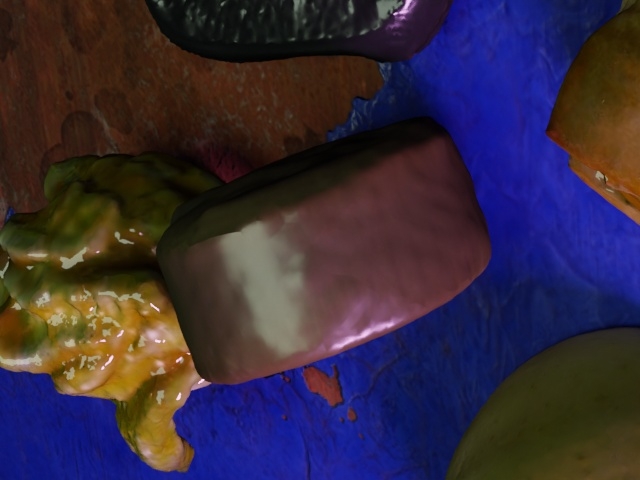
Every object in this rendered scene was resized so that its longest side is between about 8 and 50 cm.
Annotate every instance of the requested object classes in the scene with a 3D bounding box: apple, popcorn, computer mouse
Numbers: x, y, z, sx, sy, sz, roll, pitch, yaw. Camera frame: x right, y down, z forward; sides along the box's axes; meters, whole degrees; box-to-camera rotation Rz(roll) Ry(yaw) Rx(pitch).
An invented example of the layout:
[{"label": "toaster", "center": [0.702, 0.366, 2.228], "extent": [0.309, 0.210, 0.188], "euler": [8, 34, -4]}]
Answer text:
[{"label": "apple", "center": [0.267, 0.283, 1.376], "extent": [0.360, 0.311, 0.320], "euler": [-40, 37, 44]}, {"label": "popcorn", "center": [-0.175, 0.074, 1.542], "extent": [0.321, 0.290, 0.325], "euler": [11, 98, 41]}, {"label": "computer mouse", "center": [-0.018, -0.245, 1.361], "extent": [0.323, 0.116, 0.183], "euler": [5, 110, 33]}]

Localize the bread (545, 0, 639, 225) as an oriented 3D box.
[{"label": "bread", "center": [0.324, -0.110, 1.066], "extent": [0.314, 0.191, 0.370], "euler": [38, 129, 25]}]

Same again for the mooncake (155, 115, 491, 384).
[{"label": "mooncake", "center": [0.000, 0.000, 1.340], "extent": [0.284, 0.284, 0.155], "euler": [-18, 97, 45]}]
